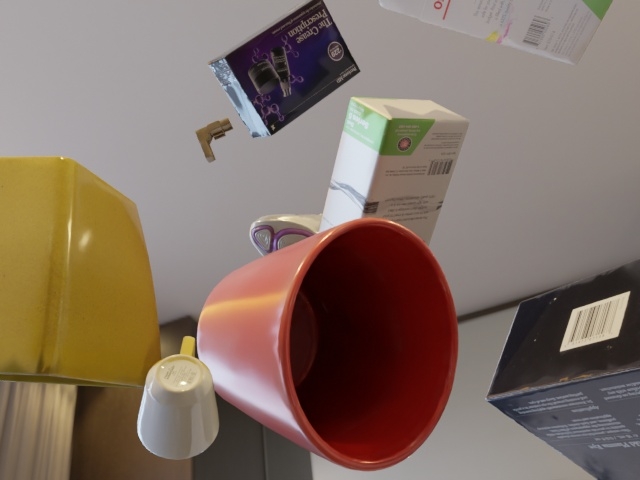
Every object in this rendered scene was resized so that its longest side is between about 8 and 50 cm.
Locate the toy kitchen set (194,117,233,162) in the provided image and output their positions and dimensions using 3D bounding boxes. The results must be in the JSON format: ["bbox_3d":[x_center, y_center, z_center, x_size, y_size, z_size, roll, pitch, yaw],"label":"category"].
[{"bbox_3d":[-0.234,-0.228,1.622,0.083,0.075,0.068,-23,-14,-1],"label":"toy kitchen set"}]

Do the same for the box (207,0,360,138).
[{"bbox_3d":[-0.071,-0.360,1.458,0.261,0.103,0.184,-40,-66,-21],"label":"box"}]

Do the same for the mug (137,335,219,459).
[{"bbox_3d":[-0.109,0.114,0.525,0.062,0.078,0.064,-17,-43,-28],"label":"mug"}]

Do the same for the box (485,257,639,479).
[{"bbox_3d":[0.454,0.190,0.888,0.312,0.179,0.343,37,-31,-11],"label":"box"}]

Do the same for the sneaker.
[{"bbox_3d":[0.000,0.000,1.431,0.305,0.152,0.114,11,-63,-17],"label":"sneaker"}]

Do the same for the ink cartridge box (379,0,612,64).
[{"bbox_3d":[0.291,-0.443,1.136,0.353,0.119,0.207,17,-35,2],"label":"ink cartridge box"}]

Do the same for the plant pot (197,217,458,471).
[{"bbox_3d":[-0.008,0.120,0.853,0.274,0.275,0.243,24,-19,-34],"label":"plant pot"}]

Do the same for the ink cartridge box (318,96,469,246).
[{"bbox_3d":[0.127,-0.107,1.253,0.198,0.114,0.273,-6,-58,-37],"label":"ink cartridge box"}]

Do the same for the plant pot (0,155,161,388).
[{"bbox_3d":[-0.274,0.034,0.645,0.212,0.187,0.212,0,-15,10],"label":"plant pot"}]
